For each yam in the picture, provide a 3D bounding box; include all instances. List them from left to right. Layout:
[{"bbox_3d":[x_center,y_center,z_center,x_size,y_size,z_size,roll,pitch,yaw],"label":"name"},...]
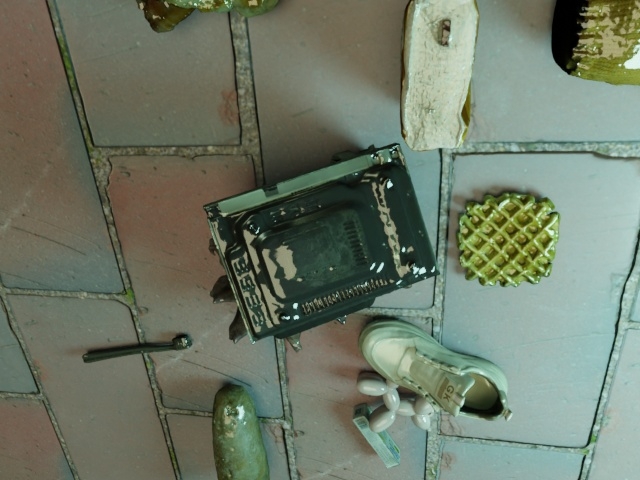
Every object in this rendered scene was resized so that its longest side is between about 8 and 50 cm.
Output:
[{"bbox_3d":[-0.194,0.486,1.158,0.133,0.133,0.331,0,111,12],"label":"yam"}]

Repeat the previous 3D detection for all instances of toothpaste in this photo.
[{"bbox_3d":[0.128,0.442,1.108,0.034,0.046,0.164,-28,108,20],"label":"toothpaste"}]

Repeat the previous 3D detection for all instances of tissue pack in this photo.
[{"bbox_3d":[0.153,-0.236,0.660,0.091,0.226,0.183,-1,117,10],"label":"tissue pack"}]

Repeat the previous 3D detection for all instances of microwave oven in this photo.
[{"bbox_3d":[0.000,0.000,0.753,0.295,0.181,0.238,-19,94,-8],"label":"microwave oven"}]

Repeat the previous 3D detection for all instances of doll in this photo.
[{"bbox_3d":[0.170,0.340,1.036,0.159,0.059,0.161,-17,97,11],"label":"doll"}]

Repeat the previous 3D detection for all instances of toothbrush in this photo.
[{"bbox_3d":[-0.431,0.253,1.137,0.297,0.030,0.031,-12,105,16],"label":"toothbrush"}]

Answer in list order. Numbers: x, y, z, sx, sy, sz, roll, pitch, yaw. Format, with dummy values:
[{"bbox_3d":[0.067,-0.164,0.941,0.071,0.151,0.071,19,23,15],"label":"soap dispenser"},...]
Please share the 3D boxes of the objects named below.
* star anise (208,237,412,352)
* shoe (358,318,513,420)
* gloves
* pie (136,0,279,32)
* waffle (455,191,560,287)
[{"bbox_3d":[-0.051,0.078,0.924,0.359,0.139,0.316,36,113,-23],"label":"star anise"},{"bbox_3d":[0.223,0.259,0.923,0.316,0.159,0.124,20,101,-4],"label":"shoe"},{"bbox_3d":[0.483,-0.289,0.608,0.356,0.155,0.203,7,111,26],"label":"gloves"},{"bbox_3d":[-0.164,-0.447,0.692,0.274,0.105,0.257,-4,106,13],"label":"pie"},{"bbox_3d":[0.323,0.003,0.854,0.169,0.036,0.184,0,114,14],"label":"waffle"}]
